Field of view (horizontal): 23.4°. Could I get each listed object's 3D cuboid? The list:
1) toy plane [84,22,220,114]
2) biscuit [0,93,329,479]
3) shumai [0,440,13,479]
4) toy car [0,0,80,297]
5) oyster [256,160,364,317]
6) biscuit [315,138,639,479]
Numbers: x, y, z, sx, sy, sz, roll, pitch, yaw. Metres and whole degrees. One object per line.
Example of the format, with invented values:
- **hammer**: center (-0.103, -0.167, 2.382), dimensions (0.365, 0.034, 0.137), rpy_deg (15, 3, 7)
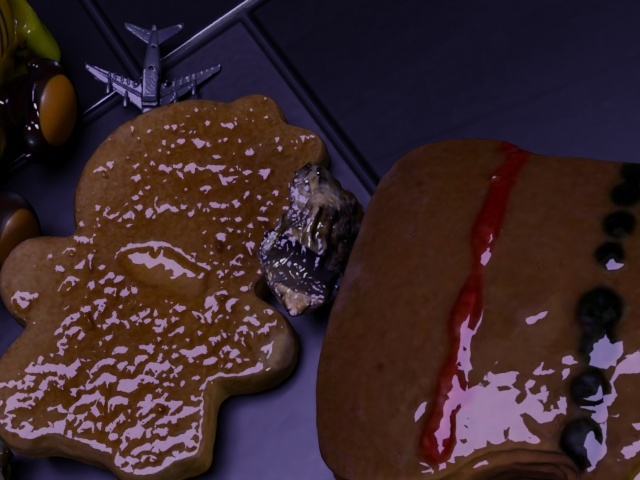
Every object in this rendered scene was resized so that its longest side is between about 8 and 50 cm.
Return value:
- **toy plane**: center (-0.096, -0.089, 0.881), dimensions (0.077, 0.024, 0.084), rpy_deg (1, 62, -1)
- **biscuit**: center (-0.082, 0.018, 0.808), dimensions (0.166, 0.036, 0.226), rpy_deg (13, 67, 14)
- **shumai**: center (-0.194, 0.129, 0.773), dimensions (0.080, 0.082, 0.083), rpy_deg (16, 93, 25)
- **toy car**: center (-0.255, -0.060, 0.850), dimensions (0.200, 0.142, 0.248), rpy_deg (3, 66, 19)
- **oyster**: center (-0.002, 0.003, 0.781), dimensions (0.019, 0.054, 0.083), rpy_deg (-19, 42, 57)
- **biscuit**: center (0.115, 0.080, 0.701), dimensions (0.277, 0.052, 0.262), rpy_deg (15, 69, 25)
